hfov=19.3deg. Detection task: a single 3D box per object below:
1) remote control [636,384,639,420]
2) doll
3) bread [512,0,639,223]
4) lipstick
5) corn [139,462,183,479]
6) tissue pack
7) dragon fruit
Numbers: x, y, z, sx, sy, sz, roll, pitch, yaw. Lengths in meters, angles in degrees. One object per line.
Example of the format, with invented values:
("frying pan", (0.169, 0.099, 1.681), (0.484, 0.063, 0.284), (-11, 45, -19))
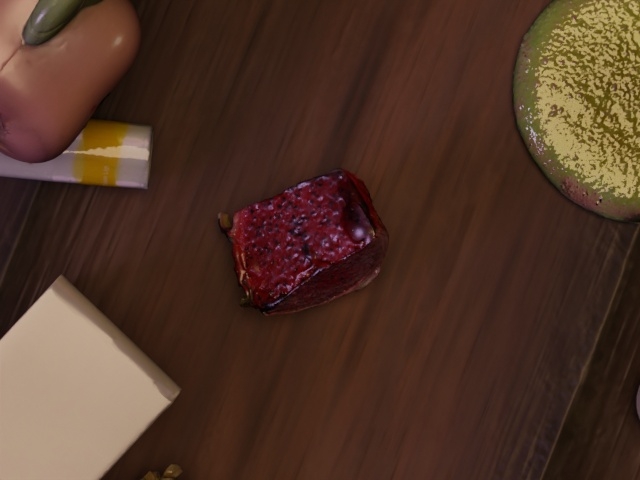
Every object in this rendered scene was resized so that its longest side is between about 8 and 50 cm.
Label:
("remote control", (0.346, 0.205, 1.637), (0.078, 0.042, 0.221), (-27, 89, -7))
("doll", (-0.250, -0.178, 1.485), (0.216, 0.284, 0.268), (46, 75, -14))
("bread", (0.282, -0.130, 1.661), (0.228, 0.033, 0.228), (1, 84, -6))
("lipstick", (-0.275, -0.083, 1.596), (0.264, 0.059, 0.059), (6, 85, -4))
("corn", (-0.094, 0.339, 1.559), (0.106, 0.106, 0.305), (-25, 91, -6))
("tissue pack", (-0.244, 0.165, 1.531), (0.136, 0.159, 0.246), (43, 83, -2))
("dragon fruit", (0.000, 0.000, 1.606), (0.147, 0.096, 0.102), (-25, 76, 24))
